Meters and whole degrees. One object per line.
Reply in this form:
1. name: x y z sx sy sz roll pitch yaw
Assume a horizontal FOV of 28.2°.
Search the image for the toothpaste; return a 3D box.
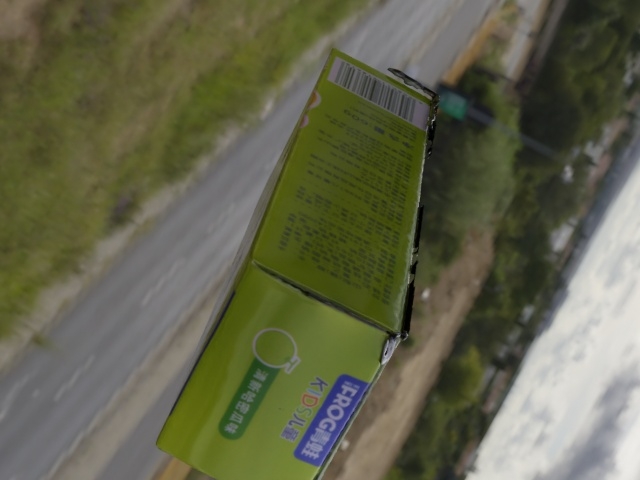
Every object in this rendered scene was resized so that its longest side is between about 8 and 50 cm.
1. toothpaste: 0.000 0.000 0.686 0.110 0.077 0.327 -61 -174 25
